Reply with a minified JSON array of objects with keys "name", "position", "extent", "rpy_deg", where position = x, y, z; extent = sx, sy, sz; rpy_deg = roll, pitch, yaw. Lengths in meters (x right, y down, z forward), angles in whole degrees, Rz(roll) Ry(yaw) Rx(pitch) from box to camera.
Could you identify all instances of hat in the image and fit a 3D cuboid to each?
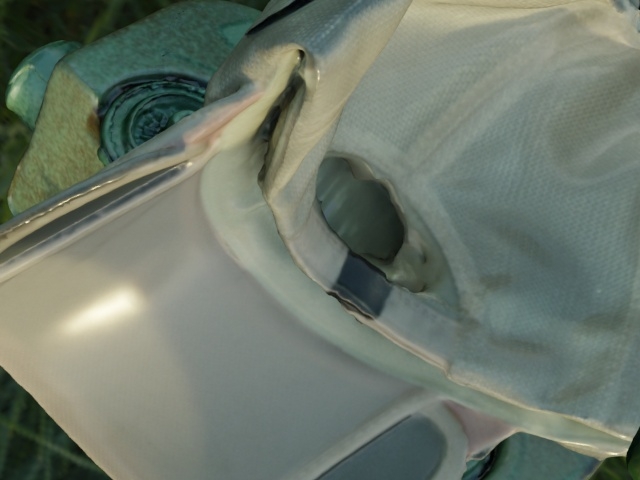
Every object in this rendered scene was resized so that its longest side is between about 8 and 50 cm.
[{"name":"hat","position":[0.000,0.000,0.659],"extent":[0.219,0.226,0.164],"rpy_deg":[52,42,-34]}]

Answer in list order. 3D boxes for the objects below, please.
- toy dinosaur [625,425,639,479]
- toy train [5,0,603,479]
[{"name":"toy dinosaur","position":[0.174,-0.118,0.455],"extent":[0.087,0.301,0.447],"rpy_deg":[-36,118,-46]},{"name":"toy train","position":[-0.007,0.024,0.851],"extent":[0.159,0.129,0.326],"rpy_deg":[-29,69,-40]}]
